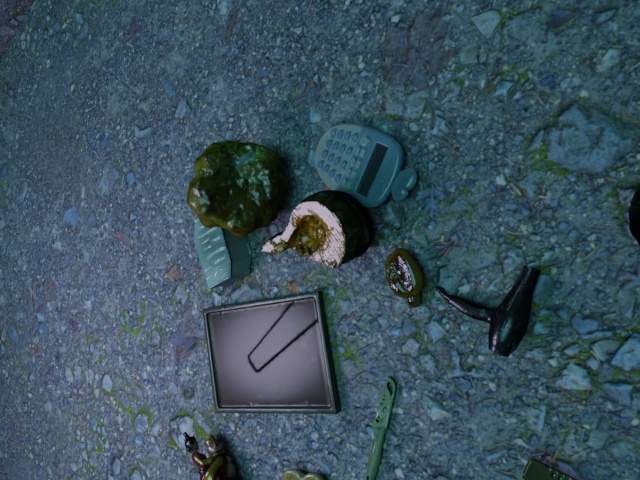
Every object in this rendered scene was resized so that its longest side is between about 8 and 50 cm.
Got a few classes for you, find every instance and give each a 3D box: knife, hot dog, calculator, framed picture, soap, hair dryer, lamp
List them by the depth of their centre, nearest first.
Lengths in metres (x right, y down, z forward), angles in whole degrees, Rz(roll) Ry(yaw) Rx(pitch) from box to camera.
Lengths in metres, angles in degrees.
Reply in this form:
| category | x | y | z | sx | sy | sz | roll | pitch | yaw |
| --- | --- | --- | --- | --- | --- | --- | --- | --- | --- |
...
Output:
| category | x | y | z | sx | sy | sz | roll | pitch | yaw |
| --- | --- | --- | --- | --- | --- | --- | --- | --- | --- |
| hair dryer | 0.351 | 0.126 | 1.069 | 0.219 | 0.075 | 0.196 | 21 | 91 | 38 |
| hot dog | 0.204 | 0.088 | 1.159 | 0.090 | 0.060 | 0.140 | -39 | 64 | 31 |
| knife | 0.145 | 0.479 | 1.219 | 0.043 | 0.019 | 0.293 | 17 | 99 | 33 |
| calculator | 0.108 | -0.187 | 1.225 | 0.302 | 0.042 | 0.188 | 31 | 105 | 29 |
| framed picture | -0.159 | 0.331 | 1.407 | 0.446 | 0.028 | 0.326 | -11 | 84 | 32 |
| soap | -0.297 | 0.011 | 1.456 | 0.145 | 0.091 | 0.231 | -28 | 77 | 29 |
| lamp | -0.318 | 0.676 | 1.466 | 0.118 | 0.118 | 0.253 | -42 | 66 | 25 |

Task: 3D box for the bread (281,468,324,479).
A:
| category | x | y | z | sx | sy | sz | roll | pitch | yaw |
| --- | --- | --- | --- | --- | --- | --- | --- | --- | --- |
| bread | -0.060 | 0.725 | 1.339 | 0.182 | 0.039 | 0.251 | 48 | 114 | 23 |

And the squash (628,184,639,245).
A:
| category | x | y | z | sx | sy | sz | roll | pitch | yaw |
| --- | --- | --- | --- | --- | --- | --- | --- | --- | --- |
| squash | 0.630 | -0.052 | 0.807 | 0.218 | 0.218 | 0.172 | -62 | 26 | 17 |

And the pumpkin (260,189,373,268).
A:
| category | x | y | z | sx | sy | sz | roll | pitch | yaw |
| --- | --- | --- | --- | --- | --- | --- | --- | --- | --- |
| pumpkin | 0.001 | 0.000 | 1.231 | 0.190 | 0.139 | 0.280 | 52 | 131 | 7 |

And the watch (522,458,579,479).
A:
| category | x | y | z | sx | sy | sz | roll | pitch | yaw |
| --- | --- | --- | --- | --- | --- | --- | --- | --- | --- |
| watch | 0.512 | 0.520 | 0.887 | 0.268 | 0.165 | 0.102 | 25 | 104 | 7 |

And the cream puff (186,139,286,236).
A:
| category | x | y | z | sx | sy | sz | roll | pitch | yaw |
| --- | --- | --- | --- | --- | --- | --- | --- | --- | --- |
| cream puff | -0.227 | -0.144 | 1.347 | 0.281 | 0.185 | 0.282 | 0 | 88 | -10 |
